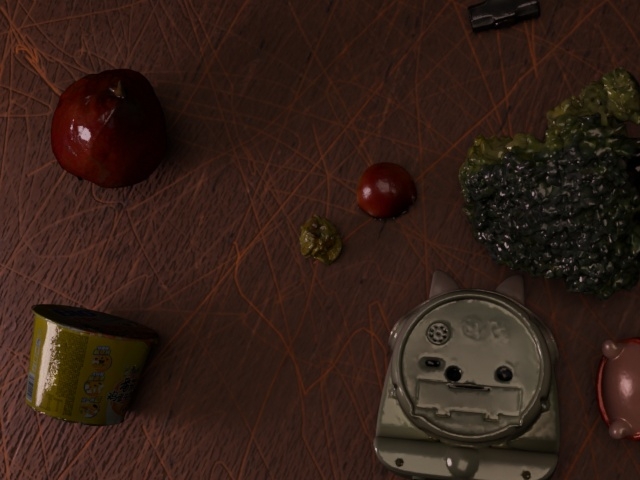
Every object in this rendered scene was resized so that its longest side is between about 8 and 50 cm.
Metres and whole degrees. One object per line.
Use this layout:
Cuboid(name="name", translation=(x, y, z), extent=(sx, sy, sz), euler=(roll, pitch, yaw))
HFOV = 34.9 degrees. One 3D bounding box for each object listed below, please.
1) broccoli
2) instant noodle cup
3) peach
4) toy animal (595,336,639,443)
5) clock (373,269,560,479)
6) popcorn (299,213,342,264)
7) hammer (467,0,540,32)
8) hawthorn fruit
Cuboid(name="broccoli", translation=(0.376, -0.080, 1.476), extent=(0.293, 0.348, 0.281), euler=(47, 55, -22))
Cuboid(name="instant noodle cup", translation=(-0.370, 0.196, 1.595), extent=(0.205, 0.205, 0.153), euler=(14, 90, 14))
Cuboid(name="peach", translation=(0.102, -0.080, 1.605), extent=(0.098, 0.061, 0.098), euler=(-4, 73, 12))
Cuboid(name="toy animal", translation=(0.488, 0.212, 1.433), extent=(0.198, 0.171, 0.171), euler=(2, 81, 4))
Cuboid(name="clock", translation=(0.218, 0.196, 1.495), extent=(0.265, 0.108, 0.324), euler=(2, 73, 12))
Cuboid(name="popcorn", translation=(0.003, -0.002, 1.616), extent=(0.059, 0.068, 0.083), euler=(-20, 104, 50))
Cuboid(name="hammer", translation=(0.265, -0.517, 1.655), extent=(0.111, 0.043, 0.365), euler=(-12, 77, 10))
Cuboid(name="hawthorn fruit", translation=(-0.330, -0.193, 1.622), extent=(0.189, 0.251, 0.189), euler=(11, 57, -18))
